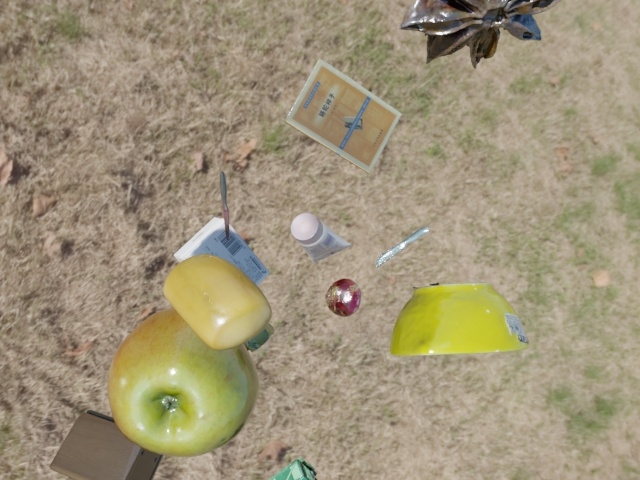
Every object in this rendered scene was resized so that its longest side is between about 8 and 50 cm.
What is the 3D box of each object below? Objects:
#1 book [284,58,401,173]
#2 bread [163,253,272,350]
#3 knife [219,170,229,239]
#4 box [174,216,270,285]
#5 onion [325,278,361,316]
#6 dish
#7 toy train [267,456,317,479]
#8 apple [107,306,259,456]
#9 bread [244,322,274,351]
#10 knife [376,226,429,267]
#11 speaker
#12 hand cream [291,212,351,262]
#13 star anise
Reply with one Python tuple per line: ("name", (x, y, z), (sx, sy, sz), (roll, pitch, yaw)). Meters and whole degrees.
("book", (0.058, -0.291, 1.297), (0.242, 0.018, 0.170), (29, 87, -16))
("bread", (-0.191, 0.099, 1.002), (0.147, 0.217, 0.098), (-31, 135, -32))
("knife", (-0.294, -0.103, 1.707), (0.018, 0.035, 0.247), (-21, 129, -29))
("box", (-0.346, 0.084, 1.950), (0.203, 0.116, 0.274), (-47, 119, -18))
("onion", (0.067, 0.158, 1.508), (0.097, 0.107, 0.107), (9, 66, -47))
("dish", (0.153, 0.086, 0.614), (0.208, 0.149, 0.080), (13, 72, -61))
("toy train", (-0.106, 0.737, 1.502), (0.269, 0.154, 0.115), (-36, 117, -2))
("apple", (-0.314, 0.333, 1.251), (0.339, 0.305, 0.338), (-3, 107, -9))
("bread", (-0.216, 0.316, 1.802), (0.064, 0.118, 0.156), (58, 5, -2))
("knife", (0.260, 0.018, 1.760), (0.210, 0.015, 0.028), (-34, 76, 2))
("speaker", (-0.589, 0.607, 1.533), (0.231, 0.153, 0.192), (13, 59, 17))
("hand cream", (0.000, 0.000, 1.603), (0.248, 0.133, 0.083), (49, 22, -63))
("star anise", (0.305, -0.445, 0.998), (0.332, 0.332, 0.117), (7, 64, -35))
